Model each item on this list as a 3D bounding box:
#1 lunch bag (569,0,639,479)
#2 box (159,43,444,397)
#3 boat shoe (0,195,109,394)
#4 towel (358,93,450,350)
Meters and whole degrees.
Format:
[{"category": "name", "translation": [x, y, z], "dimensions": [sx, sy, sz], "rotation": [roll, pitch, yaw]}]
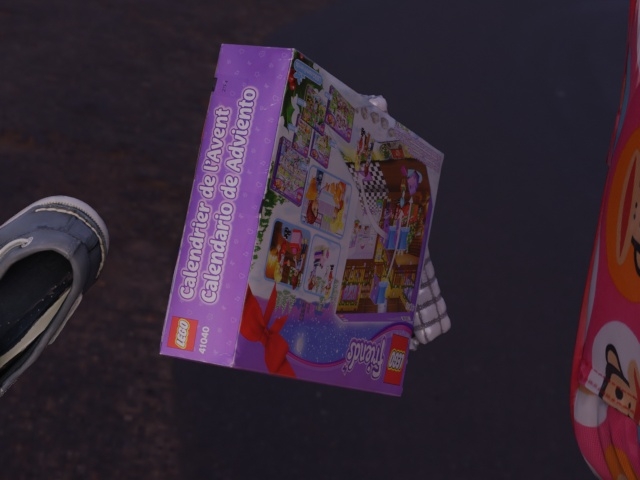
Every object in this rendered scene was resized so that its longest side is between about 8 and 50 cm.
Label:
[{"category": "lunch bag", "translation": [0.236, -0.018, 0.478], "dimensions": [0.258, 0.293, 0.120], "rotation": [2, 12, -10]}, {"category": "box", "translation": [0.000, 0.000, 0.942], "dimensions": [0.057, 0.201, 0.293], "rotation": [8, -7, 25]}, {"category": "boat shoe", "translation": [-0.303, 0.091, 1.085], "dimensions": [0.116, 0.319, 0.099], "rotation": [46, 8, -17]}, {"category": "towel", "translation": [0.000, -0.013, 1.246], "dimensions": [0.121, 0.235, 0.283], "rotation": [-21, 14, -12]}]
